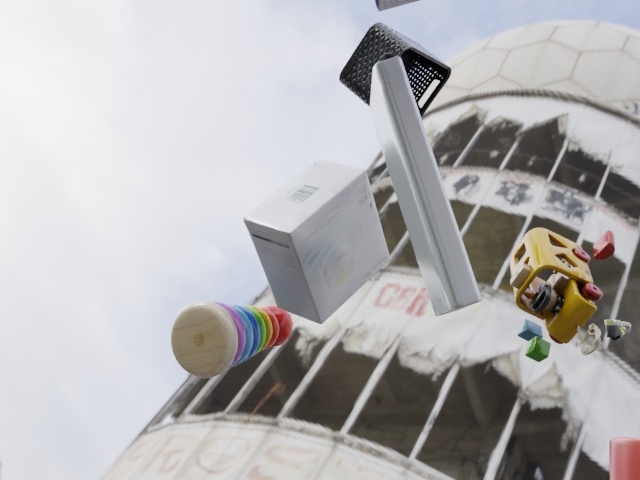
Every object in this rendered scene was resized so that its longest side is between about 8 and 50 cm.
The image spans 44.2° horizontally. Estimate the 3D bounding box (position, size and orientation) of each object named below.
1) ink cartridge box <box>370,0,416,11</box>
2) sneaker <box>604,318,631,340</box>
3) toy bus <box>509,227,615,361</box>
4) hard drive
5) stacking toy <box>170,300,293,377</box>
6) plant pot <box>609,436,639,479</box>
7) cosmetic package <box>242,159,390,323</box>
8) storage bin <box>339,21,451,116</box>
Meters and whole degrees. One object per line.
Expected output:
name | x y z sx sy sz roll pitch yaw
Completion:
ink cartridge box | 0.142 -0.333 0.915 0.046 0.207 0.097 85 -18 -48
sneaker | 0.515 0.157 1.372 0.031 0.083 0.035 0 -101 44
toy bus | 0.332 0.067 1.153 0.104 0.191 0.202 25 -16 -6
hard drive | 0.128 -0.058 1.017 0.040 0.203 0.307 -17 -98 0
stacking toy | -0.149 0.180 1.571 0.141 0.330 0.141 0 -90 26
plant pot | 0.626 0.490 1.356 0.275 0.243 0.275 14 -16 4
cosmetic package | 0.000 0.000 1.544 0.138 0.224 0.224 18 -43 41
storage bin | 0.132 -0.288 1.370 0.084 0.180 0.122 46 -68 29
